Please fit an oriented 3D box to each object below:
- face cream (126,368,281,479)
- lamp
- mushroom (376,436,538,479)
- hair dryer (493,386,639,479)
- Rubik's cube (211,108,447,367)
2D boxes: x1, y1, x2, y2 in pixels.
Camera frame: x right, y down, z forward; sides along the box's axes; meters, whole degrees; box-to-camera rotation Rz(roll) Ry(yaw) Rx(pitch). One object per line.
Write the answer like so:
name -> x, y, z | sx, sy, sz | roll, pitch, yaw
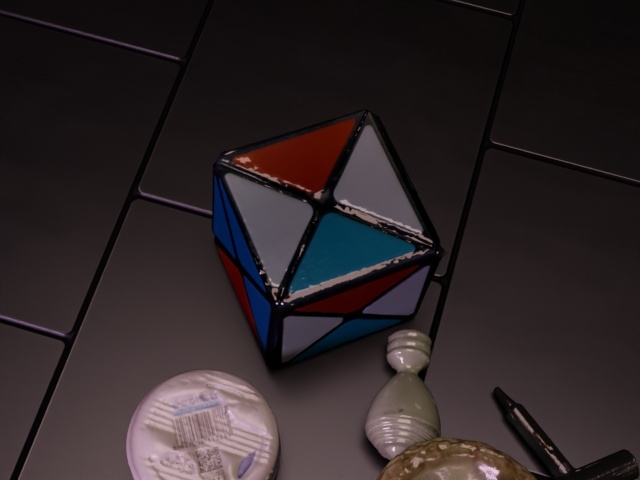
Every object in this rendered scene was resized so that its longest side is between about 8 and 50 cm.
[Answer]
face cream -> -0.156, 0.279, 1.529 | 0.206, 0.111, 0.205 | 1, 66, -3
lamp -> 0.119, 0.216, 1.575 | 0.106, 0.106, 0.193 | 8, 57, 2
mushroom -> 0.209, 0.373, 1.463 | 0.267, 0.189, 0.164 | 27, 54, 35
hair dryer -> 0.325, 0.277, 1.585 | 0.173, 0.050, 0.194 | -18, 64, -13
Rubik's cube -> -0.001, 0.000, 1.588 | 0.250, 0.248, 0.246 | -20, 68, -12
